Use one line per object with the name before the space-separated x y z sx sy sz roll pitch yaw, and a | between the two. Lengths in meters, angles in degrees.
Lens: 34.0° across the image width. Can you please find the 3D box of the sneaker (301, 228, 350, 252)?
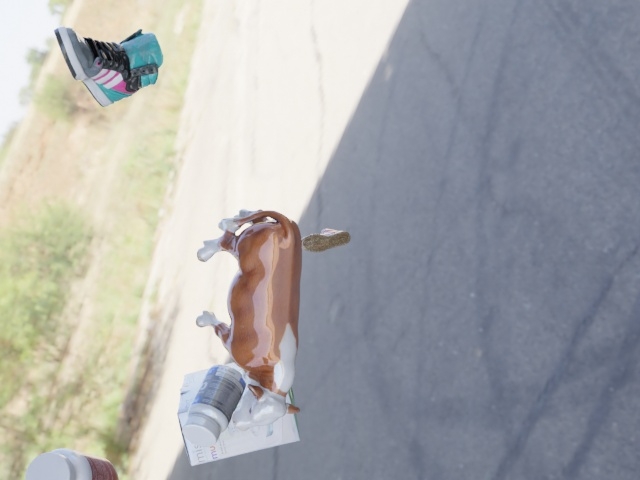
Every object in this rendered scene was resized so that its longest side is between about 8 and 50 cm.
sneaker | 0.000 0.000 2.309 0.067 0.118 0.042 10 106 64

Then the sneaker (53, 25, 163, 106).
sneaker | -0.421 -0.382 2.167 0.295 0.178 0.124 59 -172 -75

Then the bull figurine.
bull figurine | -0.093 0.102 1.460 0.188 0.101 0.310 21 107 46

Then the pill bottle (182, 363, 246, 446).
pill bottle | -0.192 0.297 1.878 0.078 0.078 0.137 -54 8 47

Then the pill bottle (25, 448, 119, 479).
pill bottle | -0.490 0.473 2.060 0.216 0.121 0.121 57 -132 -69

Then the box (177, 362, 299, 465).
box | -0.173 0.345 2.210 0.262 0.231 0.127 -116 12 -79
